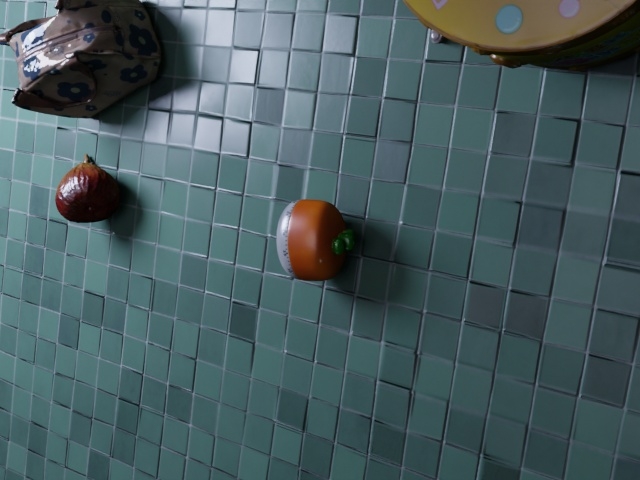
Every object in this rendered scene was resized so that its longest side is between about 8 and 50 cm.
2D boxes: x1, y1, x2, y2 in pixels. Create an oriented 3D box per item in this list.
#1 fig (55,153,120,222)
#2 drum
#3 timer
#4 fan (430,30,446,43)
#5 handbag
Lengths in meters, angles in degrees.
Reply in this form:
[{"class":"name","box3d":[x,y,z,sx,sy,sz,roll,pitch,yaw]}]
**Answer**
[{"class":"fig","box3d":[-0.438,-0.110,1.668,0.119,0.119,0.152,-12,71,33]},{"class":"drum","box3d":[0.286,-0.426,1.077,0.431,0.214,0.430,4,98,33]},{"class":"timer","box3d":[0.000,0.000,1.388,0.136,0.099,0.136,6,104,23]},{"class":"fan","box3d":[0.162,-0.430,1.303,0.057,0.023,0.281,-11,86,25]},{"class":"handbag","box3d":[-0.446,-0.343,1.608,0.252,0.193,0.190,-22,84,33]}]
